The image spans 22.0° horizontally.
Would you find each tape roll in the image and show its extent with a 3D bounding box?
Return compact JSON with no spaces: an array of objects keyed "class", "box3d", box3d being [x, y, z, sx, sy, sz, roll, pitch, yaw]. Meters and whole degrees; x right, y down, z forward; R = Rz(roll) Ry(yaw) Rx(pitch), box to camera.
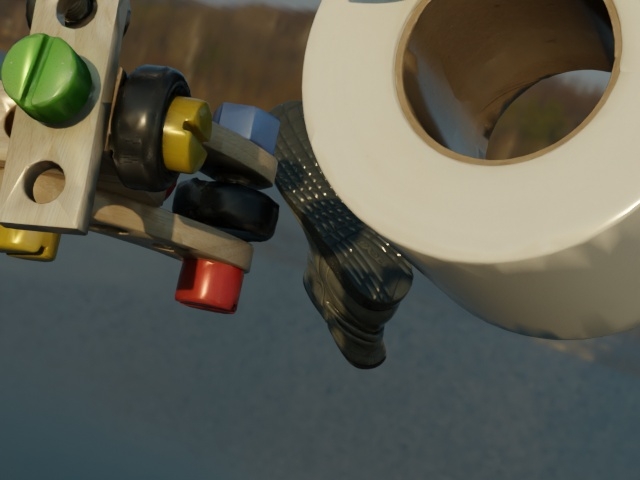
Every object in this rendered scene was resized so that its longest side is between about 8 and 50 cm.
[{"class":"tape roll","box3d":[0.132,-0.078,0.971,0.246,0.246,0.169,21,-9,29]}]

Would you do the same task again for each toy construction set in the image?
[{"class":"toy construction set","box3d":[-0.177,-0.021,0.817,0.257,0.309,0.237,34,-5,9]}]

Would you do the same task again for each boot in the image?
[{"class":"boot","box3d":[0.000,0.000,1.610,0.083,0.246,0.161,-19,-23,-20]}]
